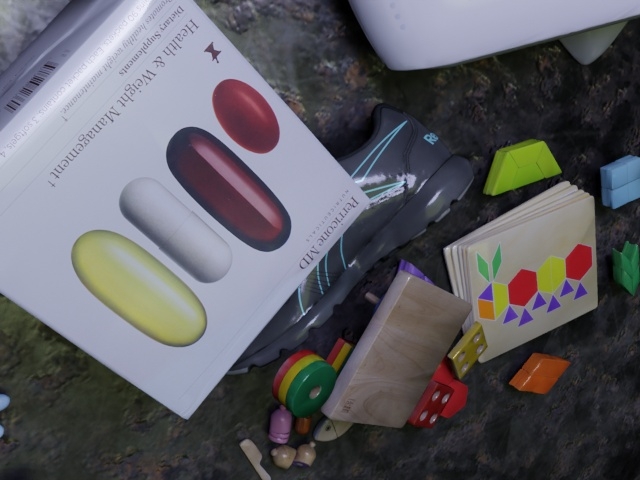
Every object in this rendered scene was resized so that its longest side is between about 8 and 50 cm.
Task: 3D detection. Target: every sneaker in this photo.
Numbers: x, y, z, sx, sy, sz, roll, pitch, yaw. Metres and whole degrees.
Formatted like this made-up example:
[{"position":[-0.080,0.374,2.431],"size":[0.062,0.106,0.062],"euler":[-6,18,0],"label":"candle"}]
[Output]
[{"position":[0.000,0.000,0.631],"size":[0.267,0.101,0.106],"euler":[-43,92,-6],"label":"sneaker"}]

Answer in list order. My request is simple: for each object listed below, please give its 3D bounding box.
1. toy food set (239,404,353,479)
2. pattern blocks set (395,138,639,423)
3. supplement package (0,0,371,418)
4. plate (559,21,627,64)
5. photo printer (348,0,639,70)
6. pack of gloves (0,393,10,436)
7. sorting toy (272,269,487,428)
[{"position":[-0.011,0.172,0.704],"size":[0.122,0.019,0.078],"euler":[-36,120,-17],"label":"toy food set"},{"position":[0.212,0.036,0.789],"size":[0.325,0.026,0.285],"euler":[-12,111,-25],"label":"pattern blocks set"},{"position":[-0.119,-0.034,0.500],"size":[0.194,0.149,0.203],"euler":[-51,122,-8],"label":"supplement package"},{"position":[0.265,-0.337,0.669],"size":[0.277,0.045,0.278],"euler":[33,98,-33],"label":"plate"},{"position":[0.153,-0.273,0.562],"size":[0.307,0.107,0.256],"euler":[-14,116,1],"label":"photo printer"},{"position":[-0.322,0.191,0.524],"size":[0.232,0.046,0.195],"euler":[-15,101,-30],"label":"pack of gloves"},{"position":[0.063,0.093,0.665],"size":[0.274,0.046,0.132],"euler":[25,95,-54],"label":"sorting toy"}]
